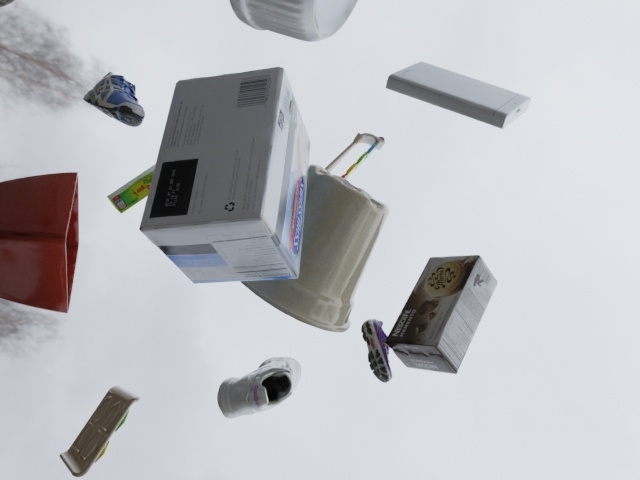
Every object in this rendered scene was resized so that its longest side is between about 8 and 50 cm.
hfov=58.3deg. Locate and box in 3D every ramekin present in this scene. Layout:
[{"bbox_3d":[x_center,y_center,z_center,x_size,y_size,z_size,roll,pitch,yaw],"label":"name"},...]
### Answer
[{"bbox_3d":[-0.014,-0.348,0.708,0.109,0.207,0.207,28,-82,12],"label":"ramekin"}]

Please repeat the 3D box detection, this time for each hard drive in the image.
[{"bbox_3d":[0.395,-0.422,1.639,0.353,0.233,0.047,26,-53,24],"label":"hard drive"}]

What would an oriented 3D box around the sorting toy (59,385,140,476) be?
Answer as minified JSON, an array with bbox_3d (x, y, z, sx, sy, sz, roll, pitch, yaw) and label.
[{"bbox_3d":[-0.521,0.450,1.366,0.193,0.038,0.208,-6,-136,56],"label":"sorting toy"}]

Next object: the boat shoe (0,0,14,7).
[{"bbox_3d":[-0.657,-0.567,1.153,0.341,0.123,0.123,-13,-97,15],"label":"boat shoe"}]

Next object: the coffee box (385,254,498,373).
[{"bbox_3d":[0.320,0.187,1.505,0.168,0.119,0.297,-4,-136,50],"label":"coffee box"}]

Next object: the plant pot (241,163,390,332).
[{"bbox_3d":[0.000,0.000,1.370,0.334,0.333,0.306,40,-77,45],"label":"plant pot"}]

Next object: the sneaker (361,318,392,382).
[{"bbox_3d":[0.163,0.284,1.498,0.068,0.071,0.170,-47,-130,54],"label":"sneaker"}]

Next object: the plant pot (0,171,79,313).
[{"bbox_3d":[-0.743,-0.003,1.433,0.267,0.235,0.267,-107,-152,-46],"label":"plant pot"}]

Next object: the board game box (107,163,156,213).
[{"bbox_3d":[-0.443,-0.141,1.442,0.181,0.043,0.092,-38,-156,-16],"label":"board game box"}]

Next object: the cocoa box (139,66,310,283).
[{"bbox_3d":[-0.162,-0.118,1.107,0.231,0.228,0.347,-4,-121,14],"label":"cocoa box"}]

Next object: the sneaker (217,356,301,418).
[{"bbox_3d":[-0.103,0.343,1.344,0.152,0.305,0.114,-15,-93,25],"label":"sneaker"}]

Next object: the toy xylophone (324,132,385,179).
[{"bbox_3d":[0.078,-0.236,1.879,0.081,0.236,0.323,43,-86,0],"label":"toy xylophone"}]

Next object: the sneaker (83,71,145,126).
[{"bbox_3d":[-0.391,-0.277,1.103,0.211,0.080,0.081,31,-93,43],"label":"sneaker"}]
